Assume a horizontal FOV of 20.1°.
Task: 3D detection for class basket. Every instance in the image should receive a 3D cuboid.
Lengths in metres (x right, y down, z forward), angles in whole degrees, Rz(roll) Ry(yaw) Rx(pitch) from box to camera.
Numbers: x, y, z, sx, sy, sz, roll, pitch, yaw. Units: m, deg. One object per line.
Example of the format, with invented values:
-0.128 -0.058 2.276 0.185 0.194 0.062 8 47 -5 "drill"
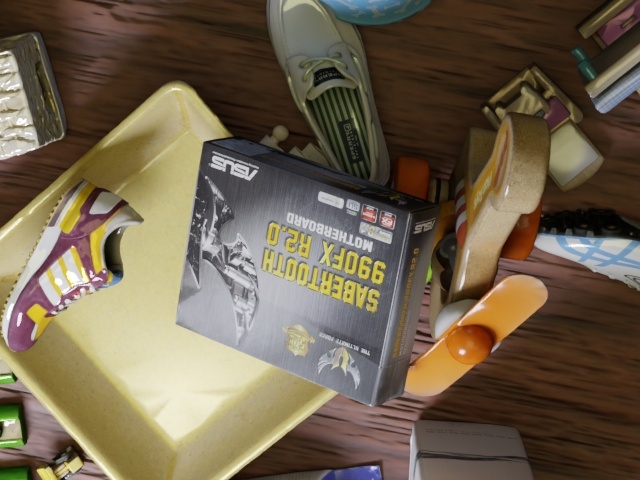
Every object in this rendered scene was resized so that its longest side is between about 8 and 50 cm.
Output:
-0.344 -0.128 1.751 0.167 0.103 0.113 -14 101 5 "basket"

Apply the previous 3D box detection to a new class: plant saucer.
-0.142 0.058 1.775 0.333 0.081 0.332 -39 97 17 "plant saucer"

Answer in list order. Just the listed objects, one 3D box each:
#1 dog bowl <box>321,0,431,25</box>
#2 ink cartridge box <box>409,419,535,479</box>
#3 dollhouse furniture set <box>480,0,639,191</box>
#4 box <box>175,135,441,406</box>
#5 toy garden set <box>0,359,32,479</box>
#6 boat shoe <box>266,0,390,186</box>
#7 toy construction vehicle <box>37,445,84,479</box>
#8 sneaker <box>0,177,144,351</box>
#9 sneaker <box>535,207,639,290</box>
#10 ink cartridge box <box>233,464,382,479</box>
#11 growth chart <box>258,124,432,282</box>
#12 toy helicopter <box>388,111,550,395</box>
-0.017 -0.305 1.686 0.297 0.074 0.166 14 84 2 "dog bowl"
0.141 0.305 1.721 0.115 0.273 0.198 3 102 1 "ink cartridge box"
0.314 -0.117 1.609 0.286 0.303 0.198 -40 95 10 "dollhouse furniture set"
-0.016 0.024 1.626 0.231 0.056 0.183 21 109 31 "box"
-0.403 0.235 1.854 0.204 0.049 0.244 -6 101 5 "toy garden set"
0.013 -0.152 1.727 0.083 0.076 0.226 -26 91 5 "boat shoe"
-0.269 0.272 1.844 0.098 0.035 0.086 -35 109 -19 "toy construction vehicle"
-0.235 0.037 1.705 0.084 0.069 0.185 29 109 6 "sneaker"
0.316 0.025 1.751 0.237 0.085 0.086 13 109 4 "sneaker"
-0.035 0.350 1.855 0.224 0.045 0.223 -8 100 5 "ink cartridge box"
0.000 0.000 1.797 0.237 0.021 0.172 33 102 -2 "growth chart"
0.140 -0.001 1.595 0.140 0.355 0.235 10 69 -4 "toy helicopter"
